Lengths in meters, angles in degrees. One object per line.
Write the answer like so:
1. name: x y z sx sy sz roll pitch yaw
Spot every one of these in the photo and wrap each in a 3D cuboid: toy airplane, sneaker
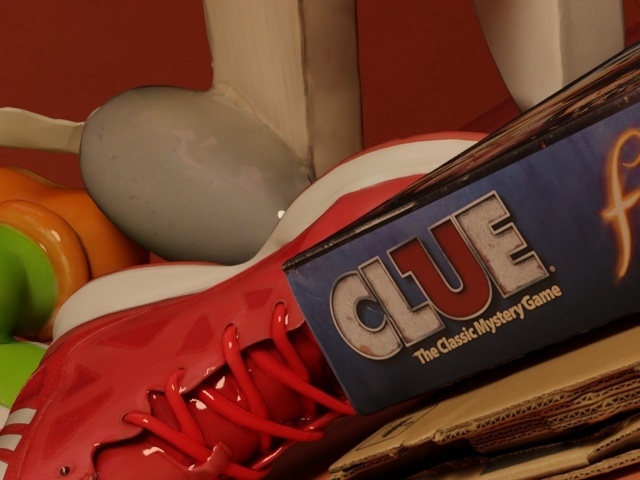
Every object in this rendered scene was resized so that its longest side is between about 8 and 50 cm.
1. toy airplane: -0.041 -0.165 0.662 0.272 0.386 0.384 -8 -18 -5
2. sneaker: -0.017 0.054 0.581 0.221 0.087 0.128 -25 25 40

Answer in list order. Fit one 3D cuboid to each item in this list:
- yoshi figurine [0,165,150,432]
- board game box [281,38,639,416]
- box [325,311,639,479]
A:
1. yoshi figurine: -0.209 0.096 0.700 0.203 0.203 0.362 -48 -4 30
2. board game box: 0.123 -0.049 0.474 0.243 0.042 0.165 -33 4 -42
3. box: 0.115 -0.004 0.443 0.201 0.021 0.164 -32 3 -40
